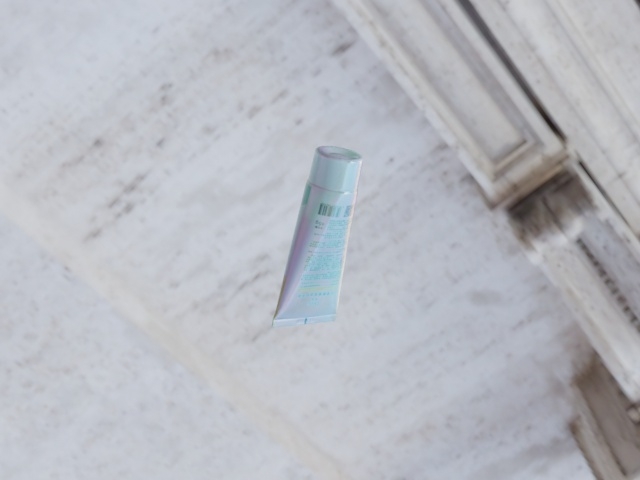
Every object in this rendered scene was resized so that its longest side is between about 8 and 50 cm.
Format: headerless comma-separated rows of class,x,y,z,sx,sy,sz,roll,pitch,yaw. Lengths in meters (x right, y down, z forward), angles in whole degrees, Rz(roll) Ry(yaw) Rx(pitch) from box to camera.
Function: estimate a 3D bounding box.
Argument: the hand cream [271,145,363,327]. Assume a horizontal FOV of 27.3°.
hand cream,0.000,0.000,1.237,0.047,0.076,0.174,33,-62,48
